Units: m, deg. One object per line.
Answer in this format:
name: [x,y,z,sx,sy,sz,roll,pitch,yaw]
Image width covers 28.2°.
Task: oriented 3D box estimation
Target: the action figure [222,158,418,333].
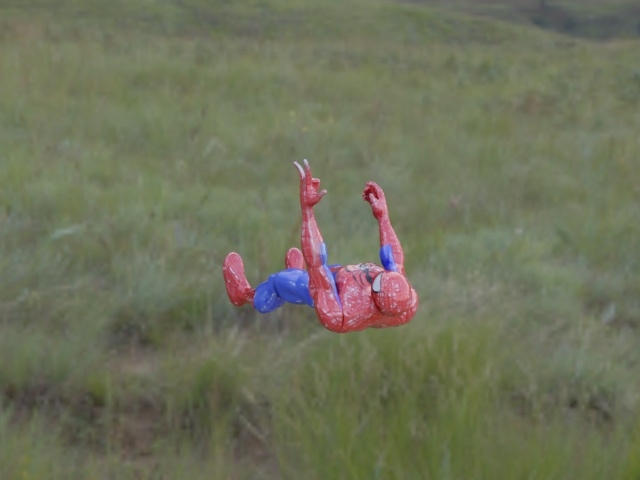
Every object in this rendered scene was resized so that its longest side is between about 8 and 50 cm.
action figure: [0.000,0.000,1.001,0.092,0.139,0.280,-6,7,-23]
